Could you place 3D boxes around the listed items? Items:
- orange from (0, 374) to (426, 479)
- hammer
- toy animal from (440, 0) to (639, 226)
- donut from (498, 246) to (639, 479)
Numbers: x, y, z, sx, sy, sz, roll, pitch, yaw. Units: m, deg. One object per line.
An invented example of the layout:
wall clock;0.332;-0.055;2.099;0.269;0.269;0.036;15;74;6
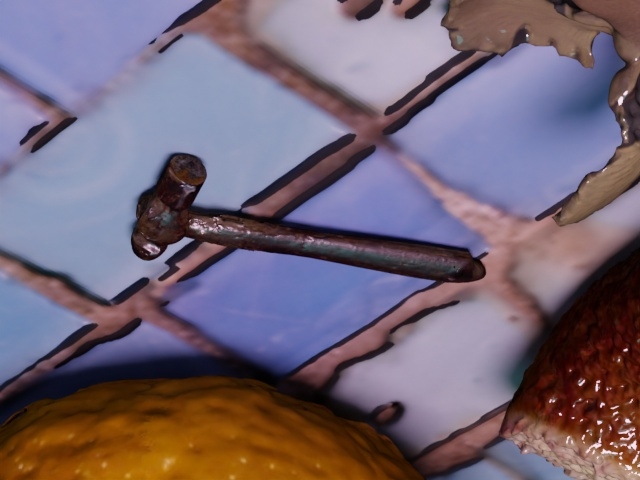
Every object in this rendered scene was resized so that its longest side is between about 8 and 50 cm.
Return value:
orange;-0.068;0.241;1.012;0.341;0.293;0.340;-1;139;-1
hammer;0.000;0.000;0.935;0.178;0.021;0.065;11;138;-16
toy animal;0.122;-0.115;0.758;0.186;0.093;0.214;-23;129;18
donut;0.176;0.064;0.957;0.126;0.144;0.186;22;166;-18
